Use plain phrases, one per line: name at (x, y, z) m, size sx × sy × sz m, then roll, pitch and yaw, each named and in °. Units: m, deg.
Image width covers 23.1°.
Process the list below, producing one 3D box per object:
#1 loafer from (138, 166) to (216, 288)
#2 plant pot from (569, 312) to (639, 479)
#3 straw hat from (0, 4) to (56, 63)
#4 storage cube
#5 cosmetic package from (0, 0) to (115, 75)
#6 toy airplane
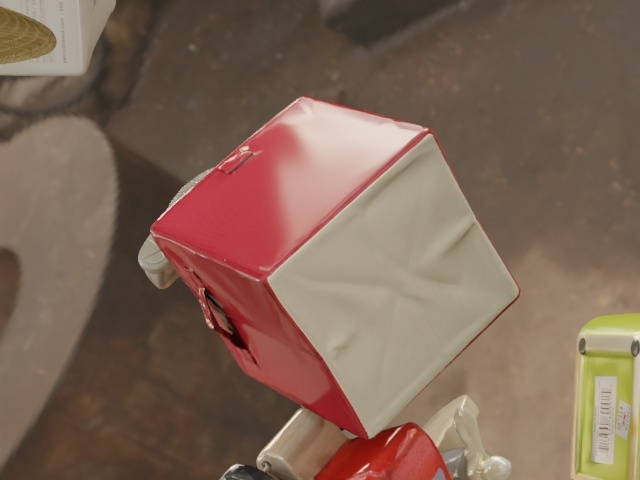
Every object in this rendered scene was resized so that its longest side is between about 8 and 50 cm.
loafer at (-0.114, -0.012, 1.375) m, size 0.045 × 0.039 × 0.125 m, roll 21°, pitch 58°, yaw 28°
plant pot at (0.360, 0.172, 1.484) m, size 0.227 × 0.207 × 0.228 m, roll 169°, pitch 104°, yaw -76°
straw hat at (-0.180, -0.117, 0.663) m, size 0.144 × 0.144 × 0.061 m, roll -8°, pitch 76°, yaw 54°
storage cube at (0.013, 0.015, 1.292) m, size 0.215 × 0.184 × 0.193 m, roll -41°, pitch 30°, yaw -17°
cosmetic package at (-0.400, -0.259, 1.467) m, size 0.217 × 0.384 × 0.156 m, roll -87°, pitch -3°, yaw -64°
toy airplane at (0.024, 0.322, 1.429) m, size 0.386 × 0.272 × 0.384 m, roll -58°, pitch -9°, yaw 6°
